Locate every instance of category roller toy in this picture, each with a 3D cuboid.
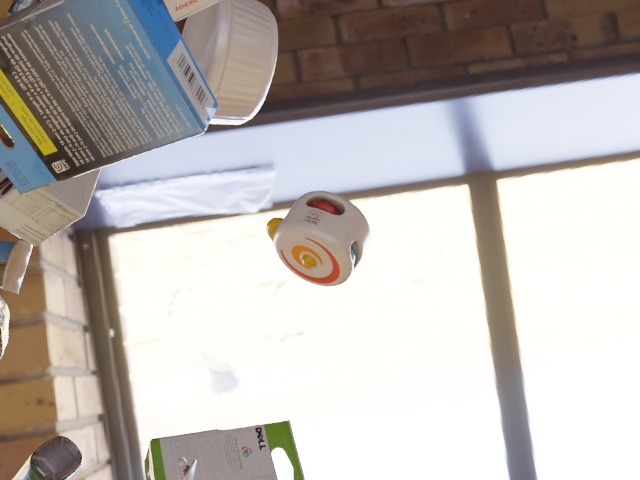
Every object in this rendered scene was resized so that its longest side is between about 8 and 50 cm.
[{"bbox_3d":[0.000,0.000,1.601,0.191,0.209,0.146,-26,-156,50],"label":"roller toy"}]

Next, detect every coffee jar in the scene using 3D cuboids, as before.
[{"bbox_3d":[-0.530,0.451,1.390,0.184,0.079,0.096,-47,173,33],"label":"coffee jar"}]

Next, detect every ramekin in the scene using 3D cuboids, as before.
[{"bbox_3d":[-0.180,-0.344,1.396,0.127,0.272,0.273,10,162,-26],"label":"ramekin"}]

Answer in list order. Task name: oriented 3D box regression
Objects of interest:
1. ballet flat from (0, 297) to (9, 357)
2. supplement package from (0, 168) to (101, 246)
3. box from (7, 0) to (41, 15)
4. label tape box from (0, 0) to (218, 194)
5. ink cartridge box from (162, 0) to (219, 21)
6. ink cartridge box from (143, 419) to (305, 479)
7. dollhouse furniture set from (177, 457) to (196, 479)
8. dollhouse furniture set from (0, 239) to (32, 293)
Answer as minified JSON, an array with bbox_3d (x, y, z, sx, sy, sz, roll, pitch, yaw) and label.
[{"bbox_3d":[-0.700,0.054,1.325,0.164,0.182,0.482,-29,132,-14],"label":"ballet flat"},{"bbox_3d":[-0.632,-0.130,1.683,0.203,0.194,0.149,-25,132,33],"label":"supplement package"},{"bbox_3d":[-0.565,-0.559,1.614,0.220,0.051,0.175,-55,170,9],"label":"box"},{"bbox_3d":[-0.358,-0.230,1.080,0.334,0.106,0.240,-15,125,18],"label":"label tape box"},{"bbox_3d":[-0.204,-0.399,1.050,0.099,0.056,0.135,-31,133,-16],"label":"ink cartridge box"},{"bbox_3d":[-0.161,0.431,1.274,0.255,0.188,0.097,-2,144,-23],"label":"ink cartridge box"},{"bbox_3d":[-0.150,0.298,0.792,0.091,0.081,0.114,17,-149,7],"label":"dollhouse furniture set"},{"bbox_3d":[-0.941,0.068,1.845,0.198,0.286,0.303,5,165,30],"label":"dollhouse furniture set"}]
